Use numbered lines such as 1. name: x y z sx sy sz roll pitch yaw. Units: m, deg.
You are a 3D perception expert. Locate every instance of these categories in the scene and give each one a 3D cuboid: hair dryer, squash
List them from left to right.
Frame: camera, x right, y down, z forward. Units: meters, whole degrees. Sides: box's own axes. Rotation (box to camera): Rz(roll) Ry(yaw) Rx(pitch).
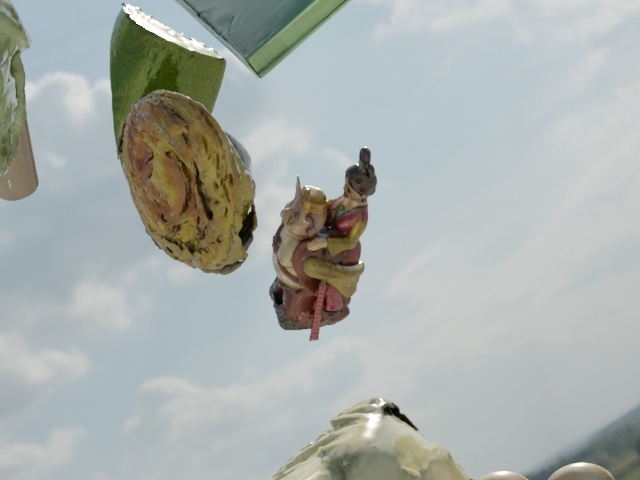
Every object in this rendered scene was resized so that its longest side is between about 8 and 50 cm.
1. hair dryer: -0.393 -0.167 1.451 0.054 0.220 0.195 -37 -31 -29
2. squash: -0.285 -0.191 2.074 0.288 0.203 0.111 -63 -9 18

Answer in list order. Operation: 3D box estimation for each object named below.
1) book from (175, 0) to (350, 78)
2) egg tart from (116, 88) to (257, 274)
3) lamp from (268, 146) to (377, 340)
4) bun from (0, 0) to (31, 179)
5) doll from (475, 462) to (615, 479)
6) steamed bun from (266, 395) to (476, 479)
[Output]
1. book: -0.019 -0.141 0.700 0.103 0.135 0.017 -41 -56 -1
2. egg tart: -0.177 -0.087 1.943 0.132 0.297 0.297 -30 -12 -37
3. lamp: 0.000 0.000 1.578 0.118 0.118 0.253 -24 -33 -27
4. bun: -0.243 -0.119 0.819 0.127 0.203 0.212 -22 23 -11
5. doll: 0.131 0.211 0.644 0.154 0.119 0.278 -2 30 10
6. steamed bun: -0.037 0.286 0.757 0.394 0.237 0.346 -37 -3 -9
